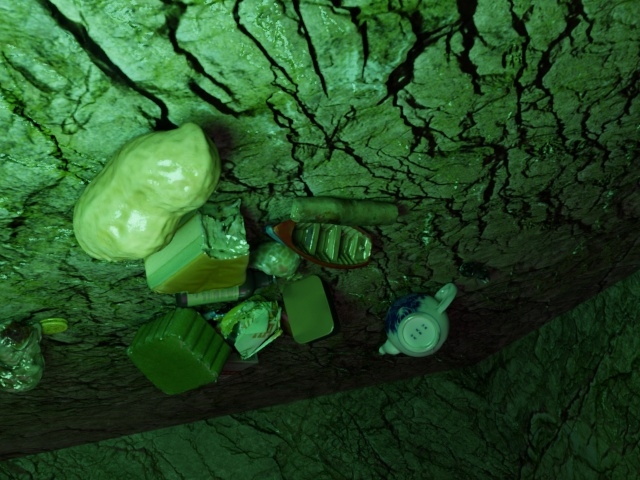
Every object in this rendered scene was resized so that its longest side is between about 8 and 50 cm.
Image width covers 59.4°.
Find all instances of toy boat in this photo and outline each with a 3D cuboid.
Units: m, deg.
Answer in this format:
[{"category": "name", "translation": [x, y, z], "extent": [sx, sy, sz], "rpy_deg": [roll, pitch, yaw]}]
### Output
[{"category": "toy boat", "translation": [0.000, 0.000, 1.470], "extent": [0.079, 0.136, 0.392], "rpy_deg": [5, 175, 44]}]

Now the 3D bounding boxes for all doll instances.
[{"category": "doll", "translation": [-0.374, 0.268, 1.851], "extent": [0.195, 0.070, 0.096], "rpy_deg": [-25, 140, 3]}]

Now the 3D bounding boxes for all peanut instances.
[{"category": "peanut", "translation": [-0.319, -0.076, 1.016], "extent": [0.170, 0.192, 0.387], "rpy_deg": [20, 139, -39]}]

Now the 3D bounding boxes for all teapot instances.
[{"category": "teapot", "translation": [0.386, 0.326, 2.246], "extent": [0.424, 0.252, 0.280], "rpy_deg": [-46, -177, 11]}]

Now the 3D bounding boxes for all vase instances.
[{"category": "vase", "translation": [0.588, 0.123, 2.123], "extent": [0.059, 0.059, 0.167], "rpy_deg": [-30, 151, 29]}]

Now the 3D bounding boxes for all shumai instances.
[{"category": "shumai", "translation": [-0.844, 0.298, 1.570], "extent": [0.184, 0.218, 0.185], "rpy_deg": [35, 86, -29]}]

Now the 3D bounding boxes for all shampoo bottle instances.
[{"category": "shampoo bottle", "translation": [-0.261, 0.120, 1.566], "extent": [0.284, 0.101, 0.101], "rpy_deg": [-6, 154, -20]}]

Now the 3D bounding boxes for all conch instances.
[{"category": "conch", "translation": [-0.117, 0.045, 1.501], "extent": [0.173, 0.105, 0.116], "rpy_deg": [4, 174, -1]}]

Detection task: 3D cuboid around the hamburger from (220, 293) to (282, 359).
[{"category": "hamburger", "translation": [-0.226, 0.260, 1.818], "extent": [0.214, 0.125, 0.235], "rpy_deg": [-46, 138, -16]}]

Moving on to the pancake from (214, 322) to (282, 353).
[{"category": "pancake", "translation": [-0.314, 0.342, 2.045], "extent": [0.356, 0.065, 0.356], "rpy_deg": [-14, 160, -5]}]

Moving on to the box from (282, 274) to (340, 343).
[{"category": "box", "translation": [-0.026, 0.228, 1.817], "extent": [0.145, 0.201, 0.090], "rpy_deg": [-24, 158, 15]}]

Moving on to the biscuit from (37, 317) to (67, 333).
[{"category": "biscuit", "translation": [-0.775, 0.246, 1.619], "extent": [0.084, 0.023, 0.084], "rpy_deg": [-12, 156, -5]}]

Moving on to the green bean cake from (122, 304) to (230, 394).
[{"category": "green bean cake", "translation": [-0.448, 0.351, 1.778], "extent": [0.250, 0.156, 0.247], "rpy_deg": [-24, 117, 28]}]

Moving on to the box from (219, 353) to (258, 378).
[{"category": "box", "translation": [-0.455, 0.506, 2.306], "extent": [0.214, 0.069, 0.353], "rpy_deg": [-31, 150, 29]}]

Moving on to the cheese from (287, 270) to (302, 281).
[{"category": "cheese", "translation": [-0.086, 0.094, 1.667], "extent": [0.041, 0.060, 0.084], "rpy_deg": [-26, 159, 9]}]

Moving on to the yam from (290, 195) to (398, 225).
[{"category": "yam", "translation": [0.065, -0.072, 1.401], "extent": [0.317, 0.071, 0.067], "rpy_deg": [1, -173, -32]}]

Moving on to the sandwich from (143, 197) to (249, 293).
[{"category": "sandwich", "translation": [-0.285, 0.011, 1.265], "extent": [0.228, 0.155, 0.198], "rpy_deg": [-8, 152, -17]}]

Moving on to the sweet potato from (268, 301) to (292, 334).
[{"category": "sweet potato", "translation": [-0.091, 0.301, 2.047], "extent": [0.106, 0.095, 0.354], "rpy_deg": [20, 163, 24]}]
